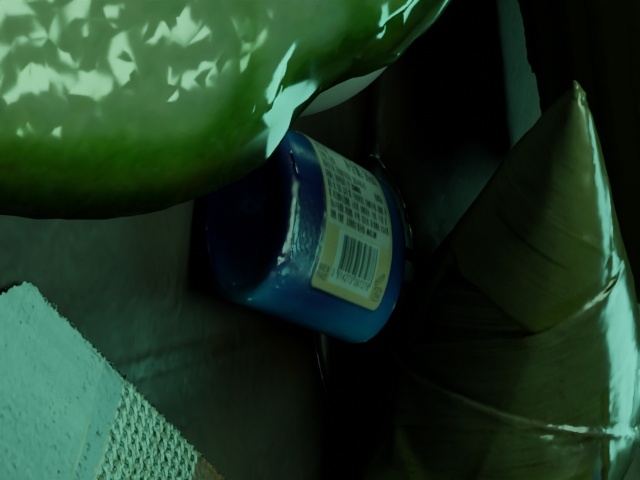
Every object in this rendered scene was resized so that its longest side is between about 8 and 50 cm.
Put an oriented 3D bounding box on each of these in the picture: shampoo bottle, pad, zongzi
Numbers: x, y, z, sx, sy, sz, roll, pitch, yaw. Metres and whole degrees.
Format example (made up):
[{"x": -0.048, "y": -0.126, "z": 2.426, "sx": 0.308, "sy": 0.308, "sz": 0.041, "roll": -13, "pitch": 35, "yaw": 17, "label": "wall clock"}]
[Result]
[{"x": 0.000, "y": 0.000, "z": 0.953, "sx": 0.183, "sy": 0.050, "sz": 0.087, "roll": 24, "pitch": 67, "yaw": -66, "label": "shampoo bottle"}, {"x": -0.088, "y": 0.207, "z": 0.755, "sx": 0.250, "sy": 0.055, "sz": 0.323, "roll": 56, "pitch": 25, "yaw": -56, "label": "pad"}, {"x": 0.133, "y": 0.021, "z": 1.094, "sx": 0.274, "sy": 0.145, "sz": 0.300, "roll": -44, "pitch": 151, "yaw": -63, "label": "zongzi"}]

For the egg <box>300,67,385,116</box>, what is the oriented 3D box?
[{"x": -0.010, "y": -0.109, "z": 0.847, "sx": 0.135, "sy": 0.103, "sz": 0.103, "roll": -58, "pitch": 144, "yaw": -47, "label": "egg"}]

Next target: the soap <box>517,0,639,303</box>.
[{"x": 0.204, "y": -0.144, "z": 1.156, "sx": 0.293, "sy": 0.156, "sz": 0.335, "roll": -123, "pitch": -161, "yaw": -64, "label": "soap"}]

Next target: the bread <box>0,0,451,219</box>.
[{"x": -0.076, "y": -0.194, "z": 0.517, "sx": 0.382, "sy": 0.129, "sz": 0.366, "roll": 4, "pitch": 100, "yaw": -47, "label": "bread"}]
